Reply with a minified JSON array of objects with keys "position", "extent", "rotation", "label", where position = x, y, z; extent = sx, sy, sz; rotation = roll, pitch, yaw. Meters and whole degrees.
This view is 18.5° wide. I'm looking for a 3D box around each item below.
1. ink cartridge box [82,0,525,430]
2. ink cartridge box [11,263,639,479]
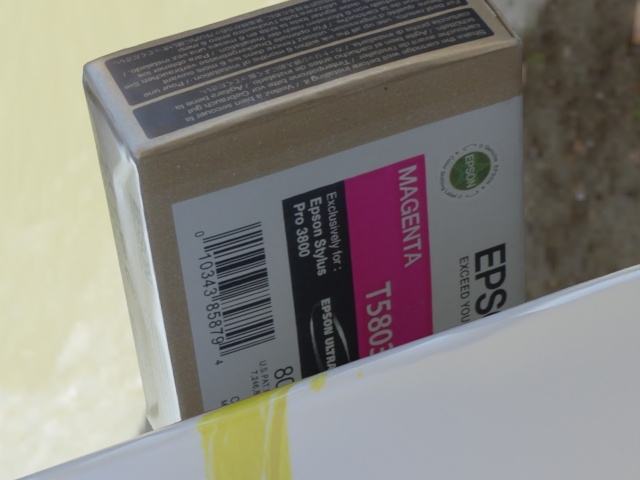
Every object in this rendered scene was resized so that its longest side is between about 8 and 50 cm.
[{"position":[0.000,0.000,0.966],"extent":[0.088,0.193,0.235],"rotation":[-123,20,-47],"label":"ink cartridge box"},{"position":[0.056,0.116,0.736],"extent":[0.279,0.384,0.160],"rotation":[11,-120,-78],"label":"ink cartridge box"}]
